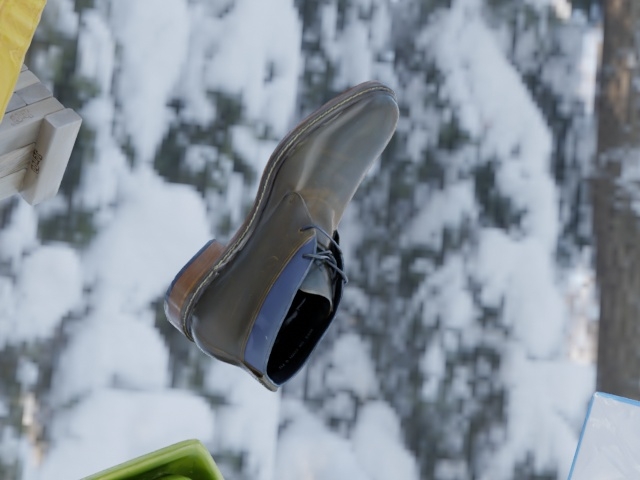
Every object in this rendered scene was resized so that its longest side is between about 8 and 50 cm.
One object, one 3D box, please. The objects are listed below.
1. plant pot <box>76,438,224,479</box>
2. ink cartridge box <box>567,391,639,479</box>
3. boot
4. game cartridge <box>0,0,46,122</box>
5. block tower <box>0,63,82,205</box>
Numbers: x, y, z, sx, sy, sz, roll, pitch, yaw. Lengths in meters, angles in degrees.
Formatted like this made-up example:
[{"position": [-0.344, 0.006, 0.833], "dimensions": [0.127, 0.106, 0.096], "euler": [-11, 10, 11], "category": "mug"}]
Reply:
[{"position": [-0.133, 0.287, 1.364], "dimensions": [0.228, 0.207, 0.227], "euler": [-21, -57, 4], "category": "plant pot"}, {"position": [0.192, 0.120, 0.929], "dimensions": [0.104, 0.060, 0.180], "euler": [14, -4, 21], "category": "ink cartridge box"}, {"position": [0.000, 0.000, 1.260], "dimensions": [0.106, 0.219, 0.082], "euler": [41, 4, 42], "category": "boot"}, {"position": [-0.286, -0.036, 0.890], "dimensions": [0.285, 0.324, 0.052], "euler": [14, -10, 32], "category": "game cartridge"}, {"position": [-0.345, -0.162, 1.563], "dimensions": [0.097, 0.335, 0.091], "euler": [-27, -27, -43], "category": "block tower"}]
